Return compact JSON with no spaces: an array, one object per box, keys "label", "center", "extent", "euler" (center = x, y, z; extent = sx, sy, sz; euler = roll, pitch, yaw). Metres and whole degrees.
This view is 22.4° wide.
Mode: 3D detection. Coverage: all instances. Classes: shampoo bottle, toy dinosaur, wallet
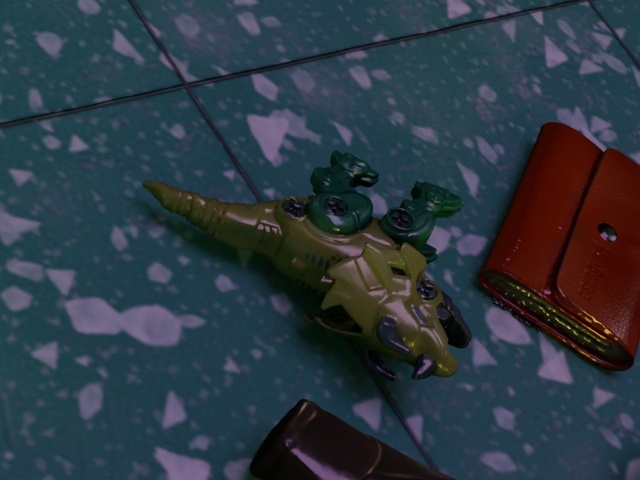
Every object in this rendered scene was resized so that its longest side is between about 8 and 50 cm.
[{"label":"shampoo bottle","center":[0.113,0.223,1.063],"extent":[0.350,0.084,0.125],"euler":[33,42,-4]},{"label":"toy dinosaur","center":[0.000,0.000,1.175],"extent":[0.259,0.094,0.153],"euler":[29,41,3]},{"label":"wallet","center":[0.219,0.000,1.334],"extent":[0.142,0.045,0.204],"euler":[33,45,-5]}]
